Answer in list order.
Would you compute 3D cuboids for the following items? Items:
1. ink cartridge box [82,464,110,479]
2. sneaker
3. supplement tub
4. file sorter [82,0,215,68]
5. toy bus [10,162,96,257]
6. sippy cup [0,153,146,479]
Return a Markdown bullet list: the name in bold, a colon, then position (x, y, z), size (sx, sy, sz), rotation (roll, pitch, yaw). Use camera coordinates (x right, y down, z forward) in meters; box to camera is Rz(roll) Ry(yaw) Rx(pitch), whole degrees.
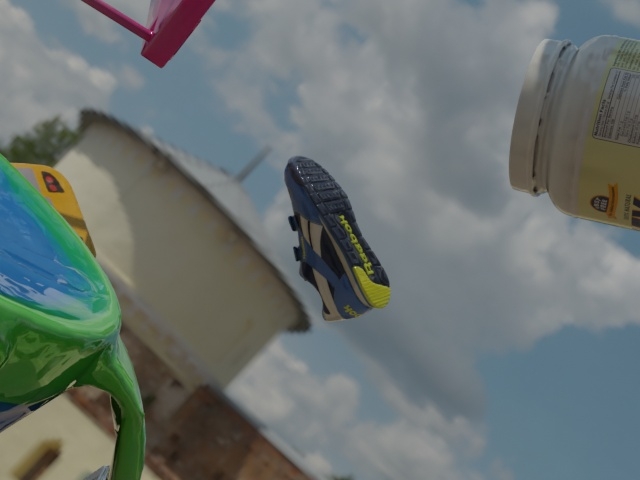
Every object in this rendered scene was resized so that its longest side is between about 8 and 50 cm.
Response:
- **ink cartridge box**: position (-0.229, 0.370, 1.646), size (0.190, 0.082, 0.139), rotation (43, -55, -14)
- **sneaker**: position (0.000, 0.000, 1.142), size (0.053, 0.059, 0.144), rotation (-4, 66, -54)
- **supplement tub**: position (0.418, -0.125, 1.777), size (0.324, 0.235, 0.235), rotation (13, -24, 18)
- **file sorter**: position (-0.092, -0.310, 0.943), size (0.182, 0.291, 0.202), rotation (31, 32, -22)
- **toy bus**: position (-0.300, 0.086, 1.098), size (0.333, 0.130, 0.108), rotation (-55, -130, 38)
- **sippy cup**: position (-0.231, 0.041, 0.524), size (0.305, 0.224, 0.240), rotation (42, 6, 16)
